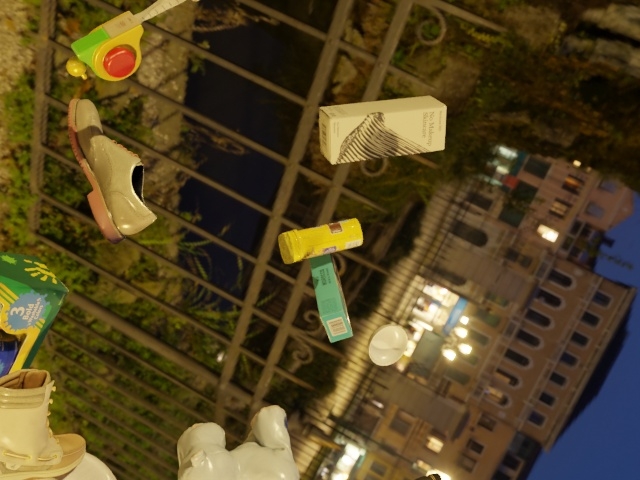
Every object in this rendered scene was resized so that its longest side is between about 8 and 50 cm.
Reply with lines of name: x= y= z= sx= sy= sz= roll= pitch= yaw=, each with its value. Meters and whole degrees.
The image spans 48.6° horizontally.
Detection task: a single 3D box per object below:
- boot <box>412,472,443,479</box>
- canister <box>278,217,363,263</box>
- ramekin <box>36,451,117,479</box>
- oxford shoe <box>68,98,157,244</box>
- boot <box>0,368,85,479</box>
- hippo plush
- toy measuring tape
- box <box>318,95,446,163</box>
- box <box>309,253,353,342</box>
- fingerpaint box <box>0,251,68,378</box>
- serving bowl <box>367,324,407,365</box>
boot: x=0.243 y=0.663 z=1.679 sx=0.076 sy=0.137 sz=0.197 roll=104 pitch=-25 yaw=-49
canister: x=0.000 y=0.000 z=1.637 sx=0.126 sy=0.170 sz=0.073 roll=162 pitch=-85 yaw=-73
ramekin: x=-0.562 y=0.585 z=1.480 sx=0.272 sy=0.273 sz=0.127 roll=-62 pitch=171 yaw=-3
oxford shoe: x=-0.515 y=-0.190 z=1.765 sx=0.147 sy=0.396 sz=0.140 roll=-22 pitch=168 yaw=1
boot: x=-0.542 y=0.350 z=1.370 sx=0.262 sy=0.095 sz=0.203 roll=10 pitch=95 yaw=-61
hippo plush: x=-0.177 y=0.486 z=1.432 sx=0.294 sy=0.237 sz=0.234 roll=-121 pitch=-141 yaw=-56
toy measuring tape: x=-0.402 y=-0.441 z=1.559 sx=0.330 sy=0.121 sz=0.121 roll=-32 pitch=162 yaw=-11
box: x=0.139 y=-0.251 z=1.593 sx=0.094 sy=0.275 sz=0.113 roll=-124 pitch=-153 yaw=-60
box: x=0.024 y=0.134 z=1.798 sx=0.244 sy=0.060 sz=0.100 roll=-102 pitch=173 yaw=-50
fingerpaint box: x=-0.815 y=0.239 z=1.511 sx=0.371 sy=0.163 sz=0.444 roll=16 pitch=107 yaw=-58
serving bowl: x=0.124 y=0.195 z=1.351 sx=0.083 sy=0.083 sz=0.027 roll=-64 pitch=-150 yaw=8
